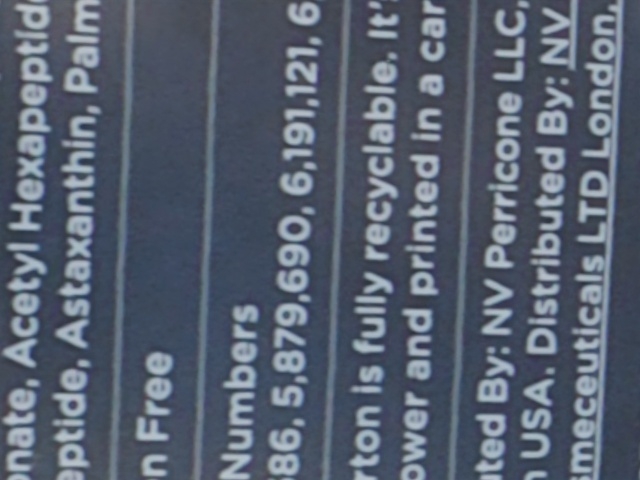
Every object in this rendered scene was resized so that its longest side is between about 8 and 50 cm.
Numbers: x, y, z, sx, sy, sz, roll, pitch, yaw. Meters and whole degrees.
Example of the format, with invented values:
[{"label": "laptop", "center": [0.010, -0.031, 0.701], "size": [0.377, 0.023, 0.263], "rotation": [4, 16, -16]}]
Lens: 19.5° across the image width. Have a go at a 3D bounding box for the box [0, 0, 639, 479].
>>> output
[{"label": "box", "center": [-0.165, -0.035, 0.595], "size": [0.480, 0.472, 0.297], "rotation": [-168, 78, -77]}]
